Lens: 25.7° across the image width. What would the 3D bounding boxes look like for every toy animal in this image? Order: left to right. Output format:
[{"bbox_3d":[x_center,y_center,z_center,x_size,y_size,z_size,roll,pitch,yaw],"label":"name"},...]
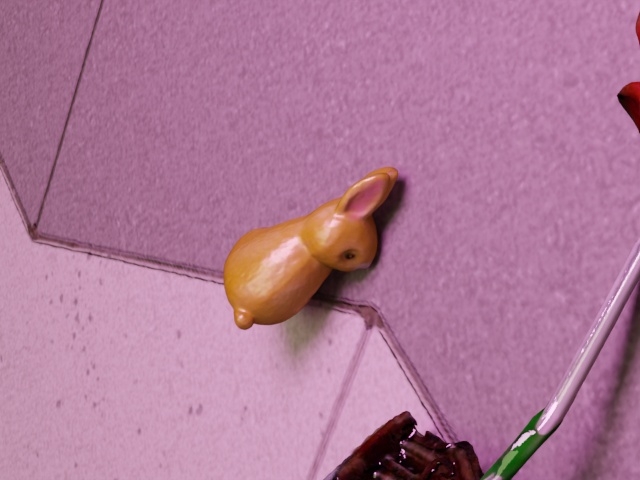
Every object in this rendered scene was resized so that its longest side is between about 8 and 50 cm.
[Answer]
[{"bbox_3d":[0.001,0.003,1.031,0.159,0.070,0.083,-35,19,28],"label":"toy animal"}]

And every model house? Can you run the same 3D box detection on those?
[{"bbox_3d":[0.064,0.209,0.901,0.152,0.106,0.165,19,104,51],"label":"model house"}]

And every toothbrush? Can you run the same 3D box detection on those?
[{"bbox_3d":[0.122,0.118,0.838,0.030,0.030,0.304,33,94,47],"label":"toothbrush"}]

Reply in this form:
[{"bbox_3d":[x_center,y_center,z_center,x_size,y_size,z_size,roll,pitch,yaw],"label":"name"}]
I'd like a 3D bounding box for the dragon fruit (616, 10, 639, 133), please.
[{"bbox_3d":[0.248,-0.097,0.654,0.192,0.193,0.274,11,71,47],"label":"dragon fruit"}]
